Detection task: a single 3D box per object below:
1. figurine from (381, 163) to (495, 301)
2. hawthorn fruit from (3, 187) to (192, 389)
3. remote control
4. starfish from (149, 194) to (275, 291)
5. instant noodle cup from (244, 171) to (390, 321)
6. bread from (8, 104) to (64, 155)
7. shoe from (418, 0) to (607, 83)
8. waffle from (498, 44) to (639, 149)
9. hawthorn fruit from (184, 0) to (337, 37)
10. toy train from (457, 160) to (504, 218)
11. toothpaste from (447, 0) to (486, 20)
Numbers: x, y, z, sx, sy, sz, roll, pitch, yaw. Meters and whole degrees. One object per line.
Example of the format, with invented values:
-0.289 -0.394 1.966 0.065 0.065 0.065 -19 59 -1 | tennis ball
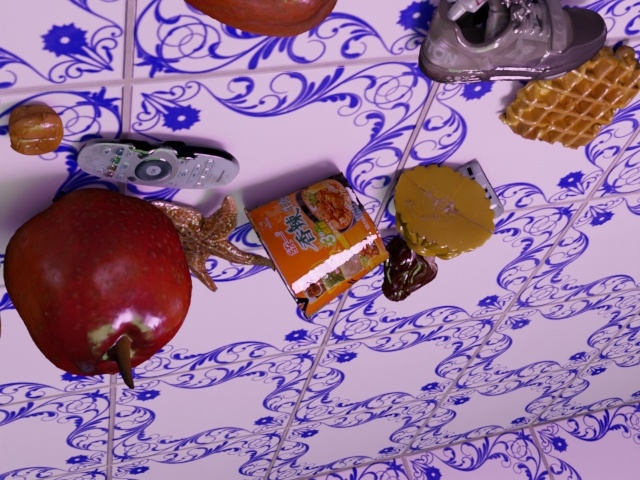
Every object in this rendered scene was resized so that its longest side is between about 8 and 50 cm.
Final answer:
0.199 0.001 1.862 0.187 0.168 0.315 9 156 -5 | figurine
-0.328 0.092 1.478 0.285 0.369 0.285 -17 135 -18 | hawthorn fruit
-0.245 -0.122 1.479 0.256 0.045 0.097 5 142 -31 | remote control
-0.206 -0.002 1.652 0.277 0.062 0.236 12 139 -5 | starfish
0.000 0.000 1.669 0.182 0.230 0.230 -29 151 -2 | instant noodle cup
-0.394 -0.153 1.335 0.081 0.046 0.083 11 138 -46 | bread
0.291 -0.311 1.398 0.293 0.109 0.149 -11 156 -5 | shoe
0.439 -0.253 1.644 0.229 0.057 0.219 6 142 -36 | waffle
-0.090 -0.326 1.096 0.251 0.199 0.199 -1 150 1 | hawthorn fruit
0.316 -0.089 1.863 0.043 0.047 0.207 -25 149 13 | toy train
0.258 -0.385 1.299 0.233 0.038 0.060 -45 136 12 | toothpaste
